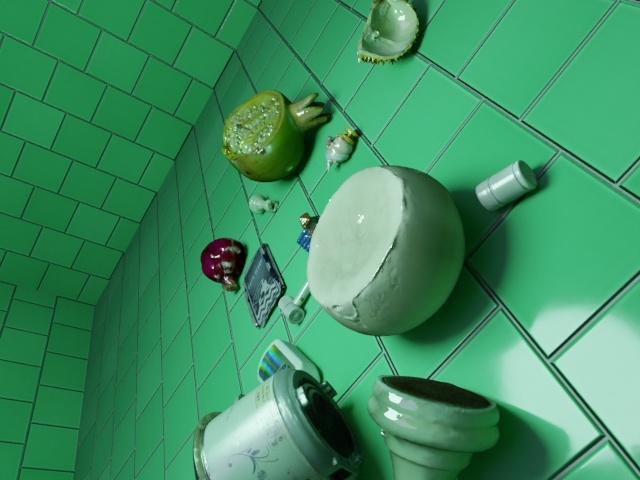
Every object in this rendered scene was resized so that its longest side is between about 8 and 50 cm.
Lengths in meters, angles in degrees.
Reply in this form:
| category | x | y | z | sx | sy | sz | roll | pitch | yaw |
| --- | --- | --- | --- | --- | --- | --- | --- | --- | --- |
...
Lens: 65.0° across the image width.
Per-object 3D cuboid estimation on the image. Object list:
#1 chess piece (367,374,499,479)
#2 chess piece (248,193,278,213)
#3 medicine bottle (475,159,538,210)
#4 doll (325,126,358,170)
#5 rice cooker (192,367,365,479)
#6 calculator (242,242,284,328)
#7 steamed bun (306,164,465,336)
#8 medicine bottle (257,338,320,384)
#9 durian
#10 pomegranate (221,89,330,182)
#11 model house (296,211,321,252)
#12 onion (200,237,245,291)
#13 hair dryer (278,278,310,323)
| category | x | y | z | sx | sy | sz | roll | pitch | yaw |
| --- | --- | --- | --- | --- | --- | --- | --- | --- | --- |
| chess piece | 0.148 | 0.369 | 0.748 | 0.194 | 0.194 | 0.299 | 5 | 84 | 58 |
| chess piece | -0.188 | -0.120 | 1.681 | 0.103 | 0.067 | 0.067 | 11 | 80 | 50 |
| medicine bottle | 0.324 | -0.095 | 0.875 | 0.089 | 0.057 | 0.057 | -35 | 43 | 41 |
| doll | 0.043 | -0.255 | 1.385 | 0.127 | 0.084 | 0.073 | -54 | 32 | 7 |
| rice cooker | -0.089 | 0.408 | 0.951 | 0.317 | 0.264 | 0.316 | -19 | 48 | 23 |
| calculator | -0.183 | 0.133 | 1.543 | 0.165 | 0.028 | 0.274 | -60 | 30 | 18 |
| steamed bun | 0.130 | 0.022 | 0.953 | 0.324 | 0.206 | 0.324 | -39 | 38 | 40 |
| medicine bottle | -0.067 | 0.330 | 1.180 | 0.229 | 0.083 | 0.121 | 26 | 90 | 58 |
| durian | 0.180 | -0.550 | 1.314 | 0.144 | 0.139 | 0.252 | 16 | 84 | 55 |
| pomegranate | -0.130 | -0.328 | 1.605 | 0.358 | 0.216 | 0.310 | -21 | 47 | 12 |
| model house | 0.000 | 0.000 | 1.226 | 0.119 | 0.149 | 0.148 | -55 | 31 | 22 |
| onion | -0.336 | 0.085 | 1.703 | 0.173 | 0.135 | 0.198 | -51 | 36 | 30 |
| hair dryer | -0.053 | 0.144 | 1.320 | 0.137 | 0.047 | 0.082 | -57 | 31 | 6 |
